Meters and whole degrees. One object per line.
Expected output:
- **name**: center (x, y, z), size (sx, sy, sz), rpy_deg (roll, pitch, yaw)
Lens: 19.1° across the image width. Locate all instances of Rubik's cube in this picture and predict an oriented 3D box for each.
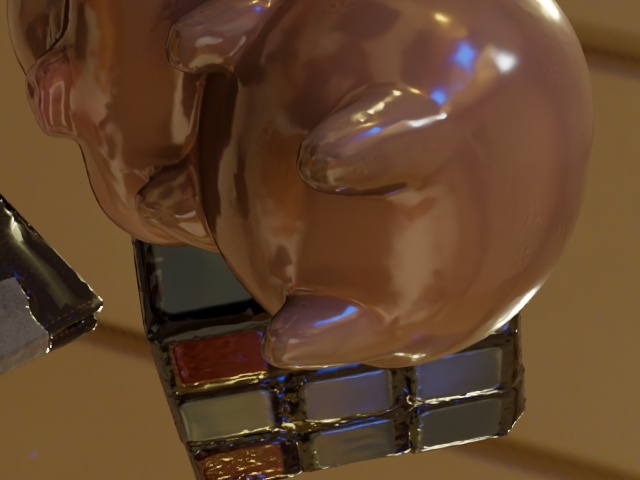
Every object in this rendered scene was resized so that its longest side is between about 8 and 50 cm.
- **Rubik's cube**: center (0.000, 0.000, 0.863), size (0.163, 0.161, 0.162), rpy_deg (-10, -32, -3)

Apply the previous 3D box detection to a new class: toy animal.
- **toy animal**: center (-0.011, -0.060, 0.655), size (0.250, 0.154, 0.166), rpy_deg (42, -54, 39)

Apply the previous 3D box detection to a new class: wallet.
- **wallet**: center (-0.317, 0.007, 1.424), size (0.262, 0.221, 0.071), rpy_deg (40, -60, 15)
